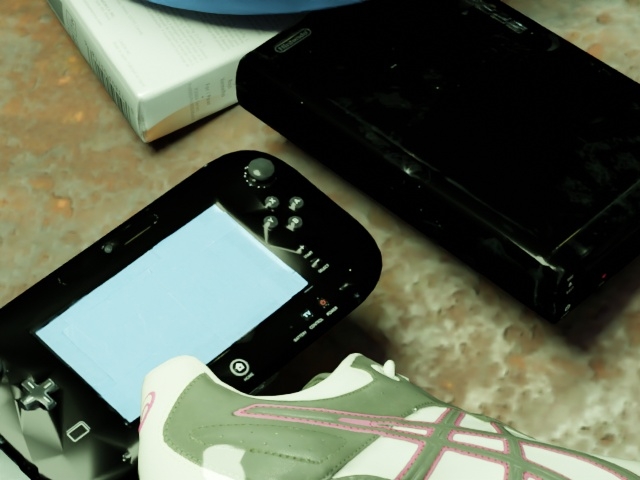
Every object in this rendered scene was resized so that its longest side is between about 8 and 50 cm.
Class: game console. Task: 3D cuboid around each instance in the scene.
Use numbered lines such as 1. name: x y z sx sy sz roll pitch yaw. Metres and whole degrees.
1. game console: 0.000 0.000 0.854 0.213 0.044 0.361 35 57 29

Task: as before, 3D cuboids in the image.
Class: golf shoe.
1. golf shoe: 0.052 0.099 0.751 0.105 0.273 0.120 -49 49 38

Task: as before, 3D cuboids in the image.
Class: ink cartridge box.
1. ink cartridge box: -0.055 -0.148 1.017 0.179 0.045 0.145 -24 59 -19

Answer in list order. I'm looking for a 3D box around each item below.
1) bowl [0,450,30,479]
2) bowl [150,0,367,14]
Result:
1. bowl: -0.093 0.209 0.753 0.298 0.134 0.298 14 29 -8
2. bowl: -0.011 -0.284 1.013 0.391 0.077 0.391 -5 55 8
